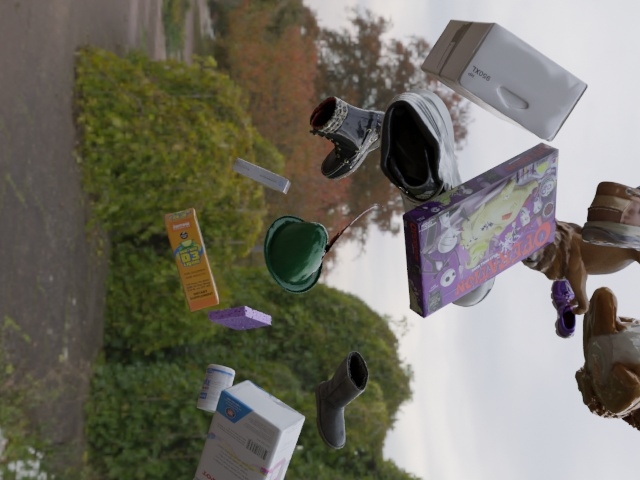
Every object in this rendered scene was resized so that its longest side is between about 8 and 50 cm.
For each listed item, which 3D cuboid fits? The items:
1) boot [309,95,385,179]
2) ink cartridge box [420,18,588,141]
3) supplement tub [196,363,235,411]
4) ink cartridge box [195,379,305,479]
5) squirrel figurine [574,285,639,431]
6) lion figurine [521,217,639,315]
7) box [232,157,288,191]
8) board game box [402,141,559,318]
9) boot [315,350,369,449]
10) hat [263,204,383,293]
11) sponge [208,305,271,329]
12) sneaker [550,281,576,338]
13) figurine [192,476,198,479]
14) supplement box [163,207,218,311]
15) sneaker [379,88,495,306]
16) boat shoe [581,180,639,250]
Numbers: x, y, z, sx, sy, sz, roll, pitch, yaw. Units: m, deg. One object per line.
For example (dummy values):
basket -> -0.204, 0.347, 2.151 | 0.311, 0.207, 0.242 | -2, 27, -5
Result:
boot -> 0.034, -0.235, 1.705 | 0.236, 0.178, 0.085 | -38, -127, 39
ink cartridge box -> 0.447, -0.413, 1.877 | 0.166, 0.285, 0.395 | -59, -167, 13
supplement tub -> -0.252, 0.358, 1.797 | 0.071, 0.070, 0.107 | 97, 6, -70
ink cartridge box -> -0.082, 0.236, 0.848 | 0.052, 0.088, 0.123 | -10, 124, -59
squirrel figurine -> 0.844, 0.314, 1.820 | 0.397, 0.370, 0.281 | 90, -6, -49
lion figurine -> 0.648, 0.033, 1.679 | 0.142, 0.392, 0.240 | -37, 114, -67
box -> -0.153, -0.169, 1.976 | 0.186, 0.145, 0.038 | -147, -99, -88
board game box -> 0.299, -0.021, 1.355 | 0.056, 0.346, 0.208 | 37, -35, 43
boot -> 0.059, 0.390, 1.806 | 0.208, 0.076, 0.190 | -43, -125, 48
hat -> 0.000, 0.000, 1.627 | 0.183, 0.173, 0.209 | -18, -128, 45
sponge -> -0.236, 0.231, 2.204 | 0.210, 0.117, 0.031 | 39, 43, -68
sneaker -> 0.652, 0.172, 1.959 | 0.071, 0.068, 0.170 | 88, 2, -68
figurine -> -0.232, 0.690, 2.005 | 0.209, 0.214, 0.092 | -132, -151, -70
supplement box -> -0.308, 0.046, 1.780 | 0.080, 0.078, 0.234 | -119, -165, -70
sneaker -> 0.200, -0.058, 1.403 | 0.257, 0.169, 0.448 | -34, 107, -66
boat shoe -> 0.578, -0.039, 1.278 | 0.123, 0.324, 0.117 | 4, -92, 52
